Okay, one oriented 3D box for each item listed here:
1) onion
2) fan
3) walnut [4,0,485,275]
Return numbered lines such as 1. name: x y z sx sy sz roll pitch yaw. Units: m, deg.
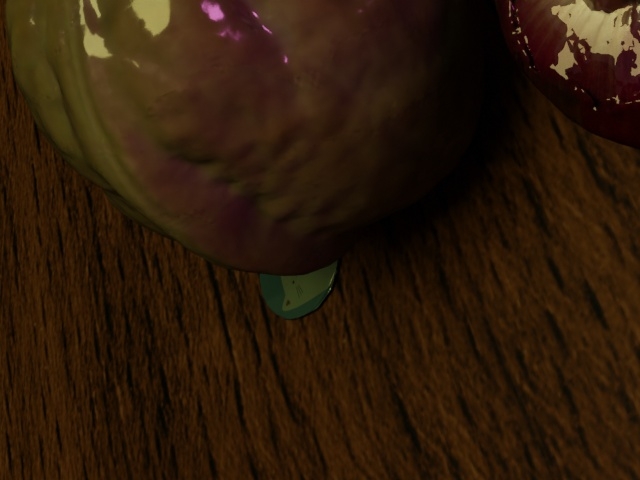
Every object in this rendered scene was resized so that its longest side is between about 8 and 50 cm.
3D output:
1. onion: 0.233 -0.178 0.900 0.248 0.161 0.248 -2 87 45
2. fan: 0.000 0.000 1.228 0.175 0.005 0.113 -40 50 36
3. walnut: -0.061 -0.150 1.073 0.381 0.381 0.381 -18 65 45
